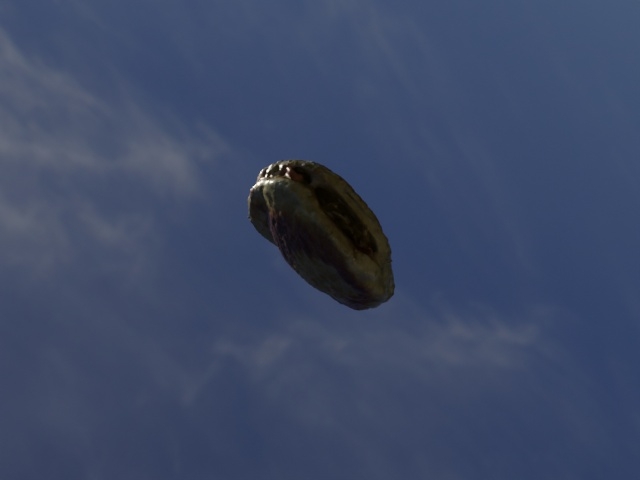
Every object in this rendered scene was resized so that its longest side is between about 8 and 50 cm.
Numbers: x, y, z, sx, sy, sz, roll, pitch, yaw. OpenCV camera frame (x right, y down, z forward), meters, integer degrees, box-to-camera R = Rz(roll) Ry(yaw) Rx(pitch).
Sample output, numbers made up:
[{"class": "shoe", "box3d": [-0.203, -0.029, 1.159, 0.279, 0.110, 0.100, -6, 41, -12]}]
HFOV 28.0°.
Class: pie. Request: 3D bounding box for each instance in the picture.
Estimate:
[{"class": "pie", "box3d": [0.000, 0.000, 1.472, 0.084, 0.179, 0.205, -40, -102, -24]}]
